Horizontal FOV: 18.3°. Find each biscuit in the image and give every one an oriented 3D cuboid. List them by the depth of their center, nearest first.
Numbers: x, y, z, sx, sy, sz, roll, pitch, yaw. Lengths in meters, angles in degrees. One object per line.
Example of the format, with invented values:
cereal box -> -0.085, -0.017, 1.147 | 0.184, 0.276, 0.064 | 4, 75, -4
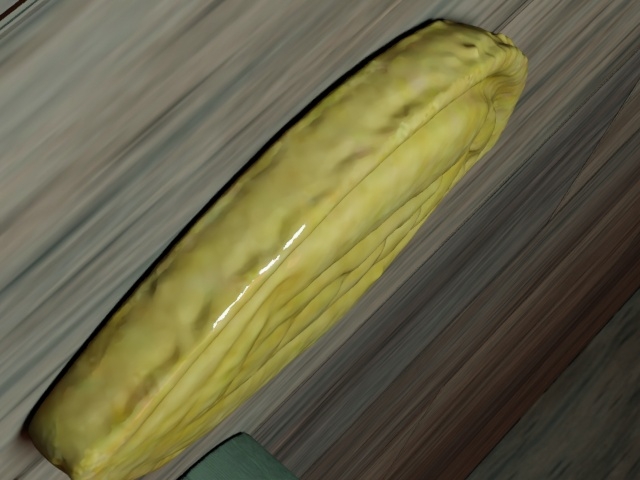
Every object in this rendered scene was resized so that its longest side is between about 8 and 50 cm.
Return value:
biscuit -> 0.000, 0.000, 0.565 | 0.220, 0.029, 0.142 | -36, 164, -51

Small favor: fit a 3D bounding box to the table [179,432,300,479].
table -> -0.058, 0.140, 0.799 | 0.133, 0.043, 0.133 | -47, 170, -11
